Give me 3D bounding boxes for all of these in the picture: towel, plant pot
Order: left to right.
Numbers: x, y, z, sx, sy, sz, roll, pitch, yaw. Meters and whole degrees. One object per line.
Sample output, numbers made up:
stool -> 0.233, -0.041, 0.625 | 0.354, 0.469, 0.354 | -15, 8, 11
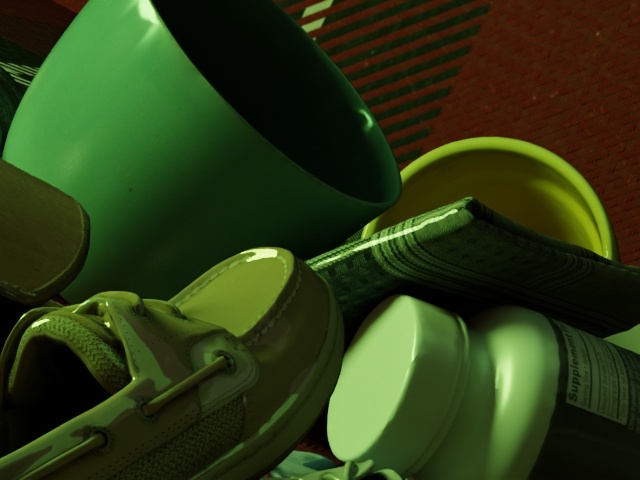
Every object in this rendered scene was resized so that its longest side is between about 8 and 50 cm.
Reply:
plant pot -> -0.118, -0.063, 1.593 | 0.293, 0.235, 0.293 | 40, 21, -19
towel -> 0.082, 0.055, 1.563 | 0.324, 0.312, 0.056 | 19, 54, -49
plant pot -> 0.188, 0.047, 2.002 | 0.254, 0.254, 0.239 | 28, -5, 21

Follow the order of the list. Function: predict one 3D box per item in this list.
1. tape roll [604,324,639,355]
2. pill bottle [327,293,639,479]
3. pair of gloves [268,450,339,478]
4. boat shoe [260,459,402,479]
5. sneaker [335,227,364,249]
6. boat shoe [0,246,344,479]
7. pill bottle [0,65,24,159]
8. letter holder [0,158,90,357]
tape roll -> 0.358, 0.161, 1.725 | 0.246, 0.246, 0.169 | 21, 9, -28
pill bottle -> 0.173, 0.153, 1.467 | 0.318, 0.176, 0.176 | 22, 9, -19
pair of gloves -> 0.004, 0.184, 1.318 | 0.159, 0.023, 0.198 | 21, 11, -23
boat shoe -> 0.018, 0.172, 1.151 | 0.267, 0.088, 0.096 | 22, 28, -37
sneaker -> 0.000, 0.000, 2.121 | 0.130, 0.087, 0.227 | 13, -5, -25
boat shoe -> -0.089, 0.075, 0.922 | 0.121, 0.110, 0.341 | -16, 19, 30
pill bottle -> -0.323, -0.088, 1.662 | 0.130, 0.130, 0.246 | 24, 8, -5
letter holder -> -0.186, 0.060, 1.105 | 0.214, 0.152, 0.302 | 26, 8, -6
